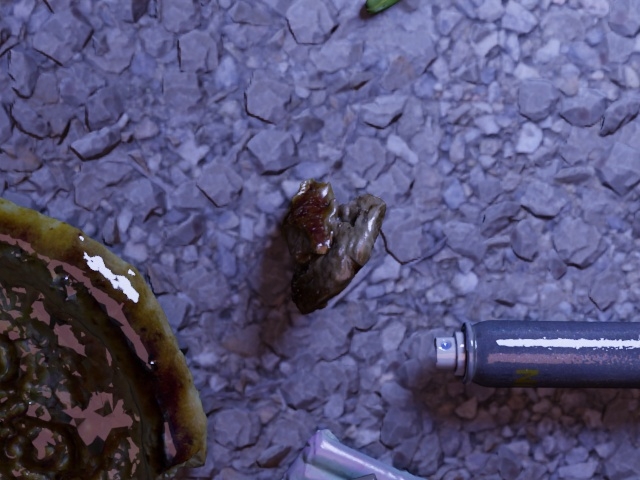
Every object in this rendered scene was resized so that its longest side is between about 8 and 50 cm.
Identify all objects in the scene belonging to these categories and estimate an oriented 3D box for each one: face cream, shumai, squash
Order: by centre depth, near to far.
[{"bbox_3d":[0.083,-0.262,1.278,0.089,0.027,0.027,-42,100,8],"label":"squash"},{"bbox_3d":[0.004,0.011,1.286,0.105,0.123,0.139,15,114,6],"label":"shumai"},{"bbox_3d":[0.263,0.122,1.335,0.283,0.073,0.073,1,101,-2],"label":"face cream"}]

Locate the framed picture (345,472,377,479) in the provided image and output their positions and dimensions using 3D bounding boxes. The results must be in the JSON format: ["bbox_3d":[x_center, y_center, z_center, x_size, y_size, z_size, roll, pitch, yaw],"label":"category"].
[{"bbox_3d":[-0.046,0.381,1.374,0.289,0.020,0.211,-16,110,9],"label":"framed picture"}]

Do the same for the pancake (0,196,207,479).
[{"bbox_3d":[-0.316,0.117,1.321,0.305,0.067,0.427,-29,102,6],"label":"pancake"}]

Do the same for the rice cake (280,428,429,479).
[{"bbox_3d":[0.038,0.319,1.386,0.198,0.037,0.189,30,99,-7],"label":"rice cake"}]
